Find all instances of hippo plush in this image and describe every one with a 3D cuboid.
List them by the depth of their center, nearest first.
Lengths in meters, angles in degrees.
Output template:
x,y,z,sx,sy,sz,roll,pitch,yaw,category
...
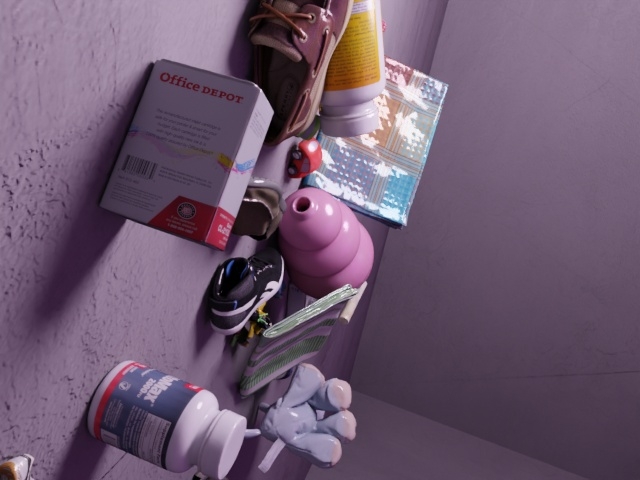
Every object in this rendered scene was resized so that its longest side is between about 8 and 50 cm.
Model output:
x,y,z,sx,sy,sz,roll,pitch,yaw,category
-0.050,0.475,1.489,0.294,0.234,0.236,-41,170,-20,hippo plush

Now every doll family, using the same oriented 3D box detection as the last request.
x,y,z,sx,sy,sz,roll,pitch,yaw,category
-0.122,0.131,1.183,0.111,0.076,0.193,72,33,-62,doll family

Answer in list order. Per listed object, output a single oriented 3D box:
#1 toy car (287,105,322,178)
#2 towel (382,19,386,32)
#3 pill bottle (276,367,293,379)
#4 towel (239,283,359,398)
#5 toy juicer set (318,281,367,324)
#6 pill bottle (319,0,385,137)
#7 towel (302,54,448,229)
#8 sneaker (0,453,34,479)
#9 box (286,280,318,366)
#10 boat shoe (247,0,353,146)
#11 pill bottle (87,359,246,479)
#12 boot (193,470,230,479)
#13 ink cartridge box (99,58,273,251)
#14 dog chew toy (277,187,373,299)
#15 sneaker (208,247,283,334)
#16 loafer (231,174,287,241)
x,y,z,sx,sy,sz,roll,pitch,yaw,category
-0.012,-0.213,1.103,0.239,0.053,0.225,-61,169,14,toy car
0.044,-0.362,1.149,0.199,0.031,0.275,-53,174,21,towel
-0.106,0.328,1.520,0.120,0.067,0.067,55,54,-74,pill bottle
-0.058,0.228,1.289,0.247,0.038,0.325,-25,158,-33,towel
0.072,0.114,1.568,0.329,0.089,0.209,57,40,-46,toy juicer set
0.036,-0.303,0.961,0.136,0.136,0.246,-54,142,-55,pill bottle
0.132,-0.240,1.353,0.370,0.271,0.040,-71,-163,-4,towel
-0.315,0.263,0.609,0.037,0.032,0.083,-30,137,-71,sneaker
-0.030,0.170,1.652,0.232,0.058,0.322,-59,162,-47,box
-0.040,-0.295,0.835,0.123,0.123,0.342,-56,166,-55,boat shoe
-0.193,0.234,0.753,0.108,0.180,0.108,18,90,-78,pill bottle
-0.177,0.561,1.162,0.263,0.229,0.091,-43,148,-66,boot
-0.142,-0.092,0.641,0.072,0.127,0.175,48,61,-77,ink cartridge box
0.000,0.000,1.258,0.332,0.206,0.207,61,48,-62,dog chew toy
-0.122,0.059,1.045,0.217,0.079,0.121,-57,162,-45,sneaker
-0.107,-0.047,0.929,0.251,0.094,0.087,44,60,-76,loafer
